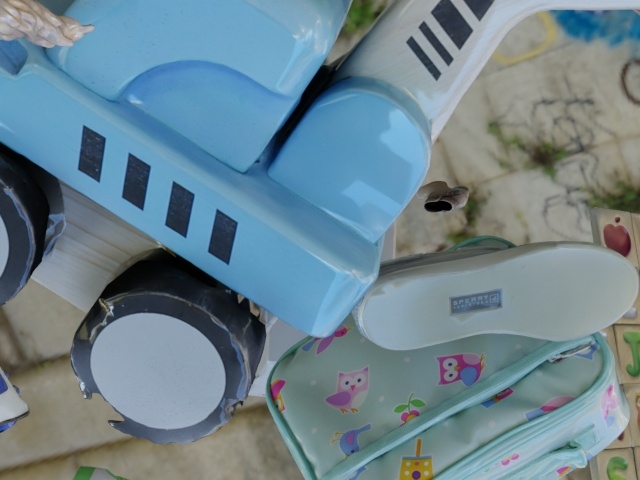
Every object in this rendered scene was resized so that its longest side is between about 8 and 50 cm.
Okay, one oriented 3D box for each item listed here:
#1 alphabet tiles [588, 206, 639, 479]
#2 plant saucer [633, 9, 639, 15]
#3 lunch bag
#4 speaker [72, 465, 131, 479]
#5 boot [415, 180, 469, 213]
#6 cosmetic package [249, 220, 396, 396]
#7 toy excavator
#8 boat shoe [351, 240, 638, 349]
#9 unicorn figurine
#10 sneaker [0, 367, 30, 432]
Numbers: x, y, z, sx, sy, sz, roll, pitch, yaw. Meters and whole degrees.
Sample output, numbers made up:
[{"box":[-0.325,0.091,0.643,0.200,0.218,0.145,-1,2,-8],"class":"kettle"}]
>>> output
[{"box":[0.343,0.138,1.071,0.285,0.342,0.011,5,163,-38],"class":"alphabet tiles"},{"box":[0.435,-0.302,1.314,0.084,0.332,0.332,-56,-169,10],"class":"plant saucer"},{"box":[0.108,0.130,0.927,0.279,0.108,0.224,-31,-140,-2],"class":"lunch bag"},{"box":[-0.234,0.434,1.622,0.297,0.131,0.131,21,-163,-3],"class":"speaker"},{"box":[0.200,-0.071,1.904,0.118,0.042,0.087,-5,-162,35],"class":"boot"},{"box":[0.000,0.000,1.395,0.156,0.385,0.217,5,164,-10],"class":"cosmetic package"},{"box":[0.017,-0.094,0.641,0.445,0.433,0.222,-54,-172,27],"class":"toy excavator"},{"box":[0.131,0.033,0.860,0.227,0.079,0.081,-5,-161,-11],"class":"boat shoe"},{"box":[-0.194,-0.115,0.494,0.162,0.060,0.111,4,-164,17],"class":"unicorn figurine"},{"box":[-0.414,0.128,1.228,0.127,0.182,0.315,-18,-135,18],"class":"sneaker"}]
